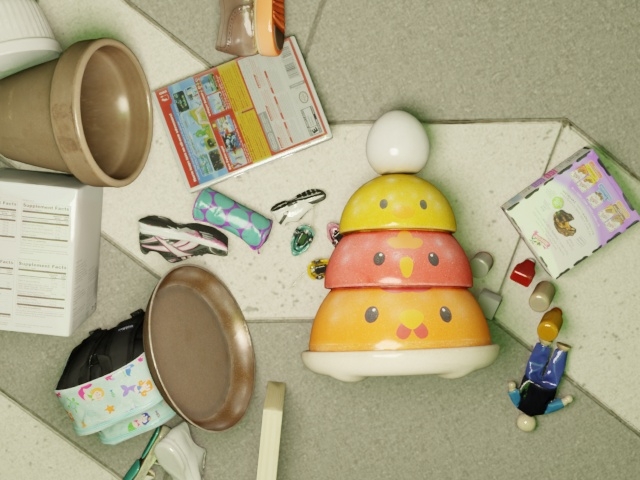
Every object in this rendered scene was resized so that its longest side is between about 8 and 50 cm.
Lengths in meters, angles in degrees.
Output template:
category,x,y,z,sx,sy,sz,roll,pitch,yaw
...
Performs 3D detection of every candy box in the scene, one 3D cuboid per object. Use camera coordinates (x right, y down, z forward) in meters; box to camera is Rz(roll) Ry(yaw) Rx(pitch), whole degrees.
category,x,y,z,sx,sy,sz,roll,pitch,yaw
candy box,0.464,-0.051,1.846,0.196,0.070,0.165,-35,98,5

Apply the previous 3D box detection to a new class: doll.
category,x,y,z,sx,sy,sz,roll,pitch,yaw
doll,0.427,0.285,1.916,0.129,0.046,0.189,19,99,-2

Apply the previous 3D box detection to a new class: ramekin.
category,x,y,z,sx,sy,sz,roll,pitch,yaw
ramekin,-0.568,-0.351,1.737,0.207,0.207,0.109,-17,90,3

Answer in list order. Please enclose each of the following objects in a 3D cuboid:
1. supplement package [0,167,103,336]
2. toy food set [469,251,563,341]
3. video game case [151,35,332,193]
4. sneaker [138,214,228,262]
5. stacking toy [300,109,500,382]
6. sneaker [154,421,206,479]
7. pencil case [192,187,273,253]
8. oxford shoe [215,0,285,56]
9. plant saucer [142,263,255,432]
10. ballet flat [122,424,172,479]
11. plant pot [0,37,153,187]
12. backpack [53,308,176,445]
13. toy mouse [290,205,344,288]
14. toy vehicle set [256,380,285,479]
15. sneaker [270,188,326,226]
category,x,y,z,sx,sy,sz,roll,pitch,yaw
supplement package,-0.518,0.015,1.796,0.198,0.199,0.262,6,100,0
toy food set,0.359,0.088,1.875,0.232,0.104,0.111,24,113,14
video game case,-0.144,-0.230,1.818,0.285,0.025,0.204,-21,85,3
sneaker,-0.259,0.008,1.870,0.178,0.072,0.077,14,112,6
stacking toy,0.130,0.005,1.768,0.351,0.350,0.480,-3,85,1
sneaker,-0.250,0.450,1.937,0.080,0.094,0.212,4,124,27
pencil case,-0.166,-0.039,1.854,0.152,0.064,0.070,26,83,-4
oxford shoe,-0.141,-0.507,1.746,0.133,0.130,0.363,0,95,12
plant saucer,-0.224,0.196,1.790,0.050,0.310,0.310,-17,100,28
ballet flat,-0.336,0.440,1.943,0.052,0.057,0.168,32,99,-15
plant pot,-0.456,-0.218,1.749,0.229,0.263,0.263,-2,100,18
backpack,-0.361,0.257,1.810,0.225,0.253,0.191,-22,99,3
toy mouse,0.000,0.000,1.874,0.161,0.031,0.143,-16,103,0
toy vehicle set,-0.098,0.420,1.881,0.035,0.166,0.267,6,99,-1
sneaker,-0.038,-0.062,1.867,0.109,0.040,0.043,-22,115,8
